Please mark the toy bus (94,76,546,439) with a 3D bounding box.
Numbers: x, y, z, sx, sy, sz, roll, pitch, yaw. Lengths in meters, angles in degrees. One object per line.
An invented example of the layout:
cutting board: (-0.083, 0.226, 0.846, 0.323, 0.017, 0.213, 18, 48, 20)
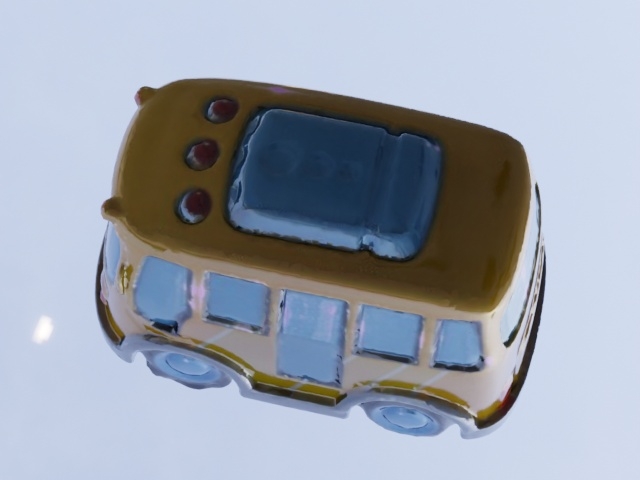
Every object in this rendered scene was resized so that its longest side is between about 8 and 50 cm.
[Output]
toy bus: (0.000, 0.000, 0.866, 0.209, 0.136, 0.126, 12, -116, 5)
